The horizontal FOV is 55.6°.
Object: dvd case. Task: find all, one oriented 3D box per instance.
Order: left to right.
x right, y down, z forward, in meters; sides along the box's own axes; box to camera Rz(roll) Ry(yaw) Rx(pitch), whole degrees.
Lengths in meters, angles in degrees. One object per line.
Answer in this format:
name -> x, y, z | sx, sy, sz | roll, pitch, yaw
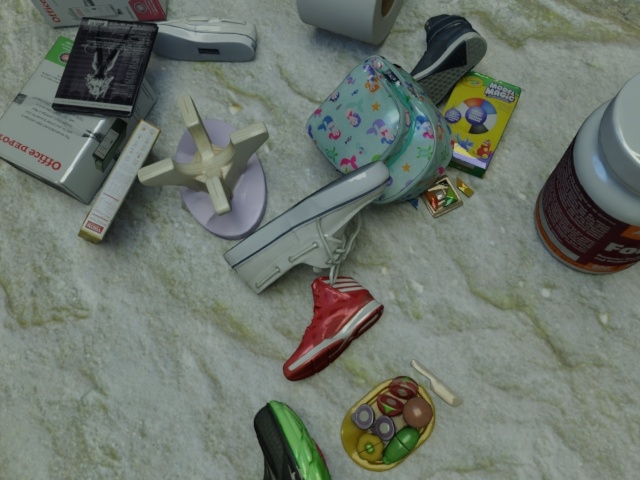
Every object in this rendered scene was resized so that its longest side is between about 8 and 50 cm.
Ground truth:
dvd case -> -0.432, -0.351, 1.226 | 0.165, 0.018, 0.221 | 7, 71, 6

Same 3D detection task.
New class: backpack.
backpack -> 0.115, -0.198, 1.149 | 0.225, 0.191, 0.253 | -43, 76, 26

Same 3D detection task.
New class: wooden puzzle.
wooden puzzle -> 0.238, -0.089, 1.201 | 0.116, 0.014, 0.078 | -33, 72, -5

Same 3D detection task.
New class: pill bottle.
pill bottle -> 0.500, -0.097, 0.976 | 0.224, 0.392, 0.223 | -2, 72, 6

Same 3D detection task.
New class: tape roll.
tape roll -> 0.075, -0.545, 1.244 | 0.169, 0.246, 0.246 | 21, 76, 12

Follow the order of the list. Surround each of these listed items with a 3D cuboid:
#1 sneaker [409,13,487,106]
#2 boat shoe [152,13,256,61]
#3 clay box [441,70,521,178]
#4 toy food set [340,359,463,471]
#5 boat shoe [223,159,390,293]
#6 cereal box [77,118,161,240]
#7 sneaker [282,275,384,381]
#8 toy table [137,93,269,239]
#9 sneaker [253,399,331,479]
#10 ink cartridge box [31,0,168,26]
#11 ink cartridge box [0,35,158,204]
sneaker -> 0.226, -0.367, 1.259 | 0.226, 0.086, 0.163 | -37, 38, 23
boat shoe -> -0.268, -0.453, 1.339 | 0.258, 0.095, 0.084 | 7, 69, -3
clay box -> 0.312, -0.248, 1.223 | 0.128, 0.053, 0.221 | 23, 77, 13
toy food set -> 0.133, 0.305, 1.055 | 0.218, 0.071, 0.128 | -40, 73, -7
boat shoe -> -0.004, 0.004, 1.084 | 0.367, 0.136, 0.156 | -31, 97, 27
cereal box -> -0.399, -0.109, 1.195 | 0.047, 0.173, 0.240 | 29, 76, -19
sneaker -> -0.002, 0.153, 1.124 | 0.221, 0.087, 0.128 | -34, 63, -18
toy table -> -0.214, -0.146, 1.191 | 0.252, 0.161, 0.274 | -33, 73, -5
sneaker -> -0.065, 0.497, 0.957 | 0.203, 0.185, 0.482 | -8, 71, -1
ink cartridge box -> -0.505, -0.587, 1.337 | 0.283, 0.207, 0.117 | -3, 70, 6
ink cartridge box -> -0.519, -0.252, 1.275 | 0.211, 0.121, 0.289 | 26, 76, 13
